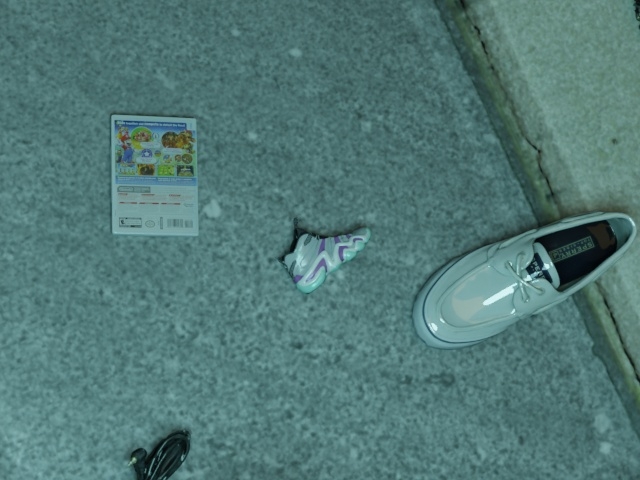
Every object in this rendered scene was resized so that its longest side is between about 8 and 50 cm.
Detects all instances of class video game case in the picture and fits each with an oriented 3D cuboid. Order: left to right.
[{"bbox_3d":[-0.166,-0.064,1.580,0.087,0.011,0.122,1,78,-16],"label":"video game case"}]

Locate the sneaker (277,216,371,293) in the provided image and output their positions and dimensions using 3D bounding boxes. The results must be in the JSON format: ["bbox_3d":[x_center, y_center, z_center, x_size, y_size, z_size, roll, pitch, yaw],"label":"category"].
[{"bbox_3d":[0.000,0.000,1.601,0.098,0.038,0.069,-40,93,-21],"label":"sneaker"}]

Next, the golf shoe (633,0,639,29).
[{"bbox_3d":[0.389,-0.285,1.766,0.086,0.067,0.186,-16,83,-21],"label":"golf shoe"}]

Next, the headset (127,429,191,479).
[{"bbox_3d":[-0.023,0.293,1.399,0.394,0.243,0.185,13,61,30],"label":"headset"}]

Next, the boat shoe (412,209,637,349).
[{"bbox_3d":[0.212,0.030,1.635,0.258,0.084,0.095,-30,88,-21],"label":"boat shoe"}]
